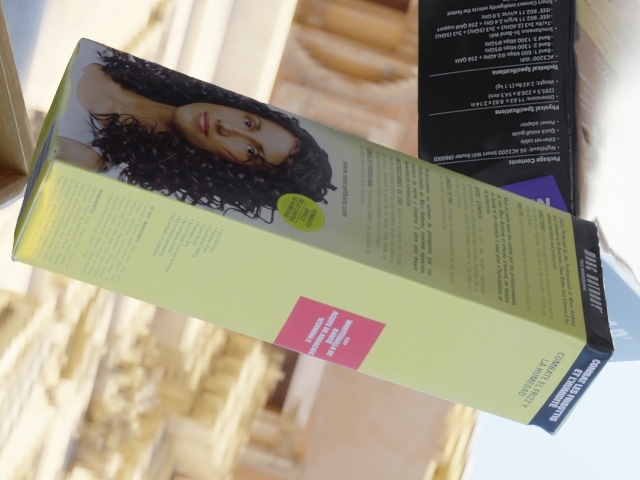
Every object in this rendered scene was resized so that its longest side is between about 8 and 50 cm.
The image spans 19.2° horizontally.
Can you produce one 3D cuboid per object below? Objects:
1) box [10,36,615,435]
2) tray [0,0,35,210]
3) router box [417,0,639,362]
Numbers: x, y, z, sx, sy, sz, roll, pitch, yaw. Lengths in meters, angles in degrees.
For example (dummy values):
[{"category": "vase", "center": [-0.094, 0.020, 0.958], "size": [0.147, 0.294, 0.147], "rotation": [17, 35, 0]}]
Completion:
[{"category": "box", "center": [0.000, 0.000, 0.754], "size": [0.232, 0.058, 0.087], "rotation": [19, -142, -15]}, {"category": "tray", "center": [-0.354, -0.052, 1.184], "size": [0.076, 0.203, 0.411], "rotation": [7, -152, 35]}, {"category": "router box", "center": [0.136, -0.080, 1.029], "size": [0.081, 0.243, 0.309], "rotation": [-5, 163, 21]}]
